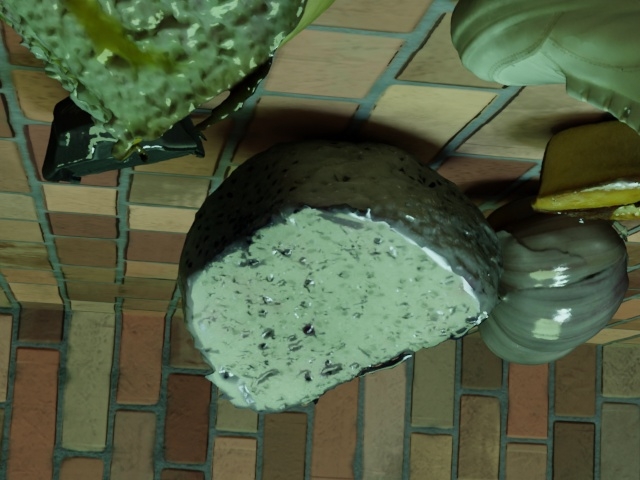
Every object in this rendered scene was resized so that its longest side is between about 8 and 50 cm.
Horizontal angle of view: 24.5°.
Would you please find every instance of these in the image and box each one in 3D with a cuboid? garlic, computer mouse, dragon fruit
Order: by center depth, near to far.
[{"bbox_3d":[-0.164,-0.094,1.219,0.126,0.071,0.231,-12,180,3],"label":"computer mouse"},{"bbox_3d":[0.000,0.000,1.363,0.283,0.204,0.221,-29,125,23],"label":"dragon fruit"},{"bbox_3d":[0.236,0.011,1.591,0.207,0.207,0.256,-2,-156,28],"label":"garlic"}]

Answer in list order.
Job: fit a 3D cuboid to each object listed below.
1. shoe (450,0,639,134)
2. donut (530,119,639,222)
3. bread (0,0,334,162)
[{"bbox_3d":[0.210,-0.092,0.840,0.124,0.159,0.316,10,166,-42],"label":"shoe"},{"bbox_3d":[0.275,-0.058,1.275,0.184,0.073,0.166,1,170,8],"label":"donut"},{"bbox_3d":[-0.076,-0.140,0.690,0.158,0.156,0.261,50,135,-11],"label":"bread"}]
